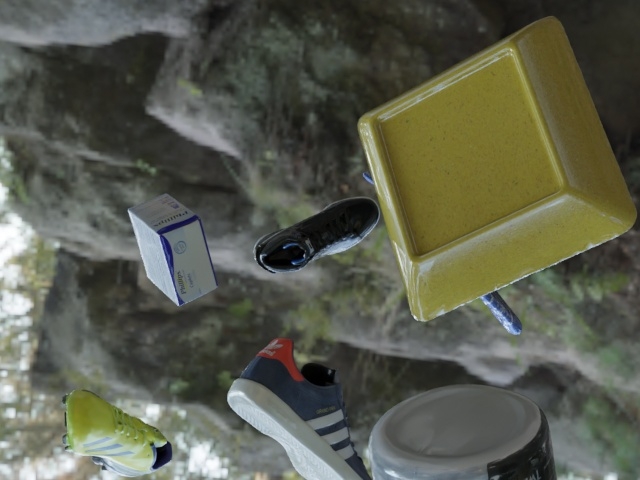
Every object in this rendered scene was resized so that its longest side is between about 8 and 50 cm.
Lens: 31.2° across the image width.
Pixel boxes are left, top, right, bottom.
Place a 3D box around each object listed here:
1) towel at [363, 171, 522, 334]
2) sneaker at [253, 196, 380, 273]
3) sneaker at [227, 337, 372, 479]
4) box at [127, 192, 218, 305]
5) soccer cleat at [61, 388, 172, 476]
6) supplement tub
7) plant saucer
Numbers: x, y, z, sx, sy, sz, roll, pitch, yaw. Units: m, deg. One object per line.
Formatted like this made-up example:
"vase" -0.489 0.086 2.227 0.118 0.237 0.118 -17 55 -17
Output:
"towel" 0.217 0.023 2.023 0.336 0.040 0.243 41 -170 -38
"sneaker" 0.000 0.000 1.811 0.216 0.079 0.121 -24 -170 0
"sneaker" 0.005 0.290 1.842 0.131 0.148 0.350 4 143 45
"box" -0.227 0.012 1.765 0.072 0.126 0.137 -24 -151 -21
"soccer cleat" -0.285 0.271 1.633 0.121 0.093 0.289 -4 157 6
"supplement tub" 0.181 0.356 1.330 0.207 0.338 0.207 -10 -161 3
"plant saucer" 0.206 -0.106 1.528 0.332 0.333 0.081 -27 153 25
